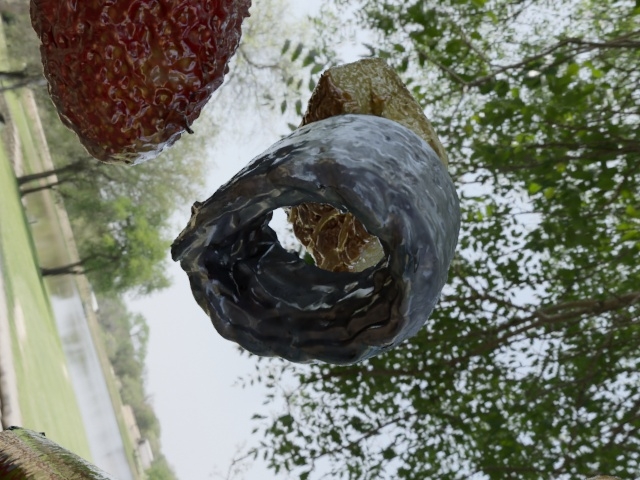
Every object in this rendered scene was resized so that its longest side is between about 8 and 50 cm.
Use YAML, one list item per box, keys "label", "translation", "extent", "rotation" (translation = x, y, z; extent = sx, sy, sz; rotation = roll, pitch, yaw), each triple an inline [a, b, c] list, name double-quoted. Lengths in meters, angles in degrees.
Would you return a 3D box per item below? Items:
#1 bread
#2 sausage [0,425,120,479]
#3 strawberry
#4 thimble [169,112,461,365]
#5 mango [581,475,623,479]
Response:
- label: "bread"
  translation: [0.037, -0.070, 0.741]
  extent: [0.185, 0.114, 0.275]
  rotation: [59, -25, 14]
- label: "sausage"
  translation: [-0.151, 0.164, 0.335]
  extent: [0.371, 0.082, 0.082]
  rotation: [-14, -88, 52]
- label: "strawberry"
  translation: [-0.209, -0.269, 0.729]
  extent: [0.292, 0.292, 0.344]
  rotation: [-166, -109, -66]
- label: "thimble"
  translation: [0.000, 0.000, 0.524]
  extent: [0.236, 0.172, 0.205]
  rotation: [4, -66, 22]
- label: "mango"
  translation: [0.225, 0.218, 0.482]
  extent: [0.060, 0.089, 0.046]
  rotation: [-49, -146, 42]
